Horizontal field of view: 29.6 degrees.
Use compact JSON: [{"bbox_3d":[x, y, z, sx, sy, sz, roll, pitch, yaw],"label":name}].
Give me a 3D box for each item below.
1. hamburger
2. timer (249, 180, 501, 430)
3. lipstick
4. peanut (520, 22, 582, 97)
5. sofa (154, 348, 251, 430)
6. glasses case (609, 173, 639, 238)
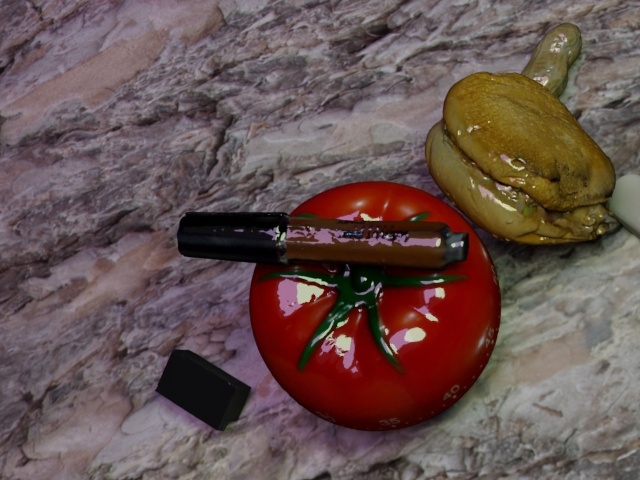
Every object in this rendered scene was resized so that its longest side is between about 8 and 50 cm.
[{"bbox_3d":[0.312,-0.116,1.857,0.314,0.290,0.170,59,137,38],"label":"hamburger"},{"bbox_3d":[0.085,0.101,1.839,0.378,0.279,0.378,-6,66,15],"label":"timer"},{"bbox_3d":[0.000,0.000,1.711,0.418,0.077,0.077,2,68,17],"label":"lipstick"},{"bbox_3d":[0.383,-0.287,2.018,0.080,0.080,0.174,23,77,27],"label":"peanut"},{"bbox_3d":[-0.193,0.247,2.007,0.147,0.060,0.085,26,95,28],"label":"sofa"},{"bbox_3d":[0.526,-0.027,1.865,0.081,0.051,0.204,-44,60,-2],"label":"glasses case"}]
